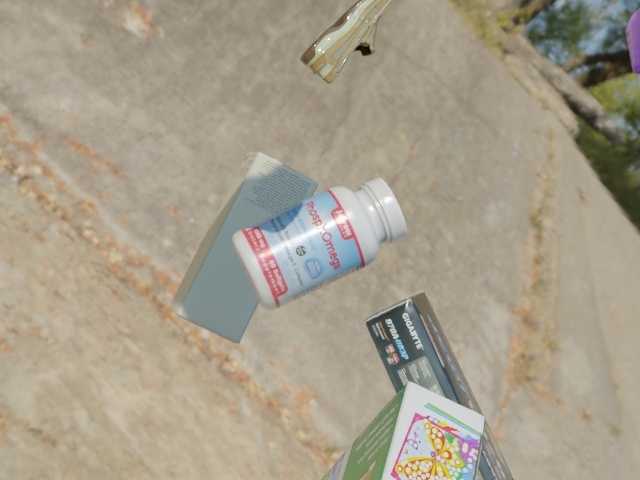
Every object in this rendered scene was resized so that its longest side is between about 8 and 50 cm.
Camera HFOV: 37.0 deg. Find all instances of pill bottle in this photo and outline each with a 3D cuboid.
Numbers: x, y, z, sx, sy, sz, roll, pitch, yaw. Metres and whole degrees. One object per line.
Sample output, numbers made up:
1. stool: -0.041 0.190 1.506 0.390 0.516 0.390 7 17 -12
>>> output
1. pill bottle: 0.000 0.000 0.942 0.087 0.160 0.087 63 -7 14

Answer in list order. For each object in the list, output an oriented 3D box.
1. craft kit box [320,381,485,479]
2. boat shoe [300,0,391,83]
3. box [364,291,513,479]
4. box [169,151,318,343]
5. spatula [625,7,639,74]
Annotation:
1. craft kit box: -0.009 0.239 0.520 0.060 0.250 0.247 25 45 -7
2. boat shoe: 0.054 -0.302 1.408 0.072 0.190 0.068 45 -16 -7
3. box: 0.120 0.160 0.929 0.220 0.051 0.175 65 10 6
4. box: -0.118 0.008 1.461 0.113 0.275 0.094 29 -3 -17
5. spatula: 0.258 -0.090 0.622 0.030 0.084 0.297 21 42 -25
